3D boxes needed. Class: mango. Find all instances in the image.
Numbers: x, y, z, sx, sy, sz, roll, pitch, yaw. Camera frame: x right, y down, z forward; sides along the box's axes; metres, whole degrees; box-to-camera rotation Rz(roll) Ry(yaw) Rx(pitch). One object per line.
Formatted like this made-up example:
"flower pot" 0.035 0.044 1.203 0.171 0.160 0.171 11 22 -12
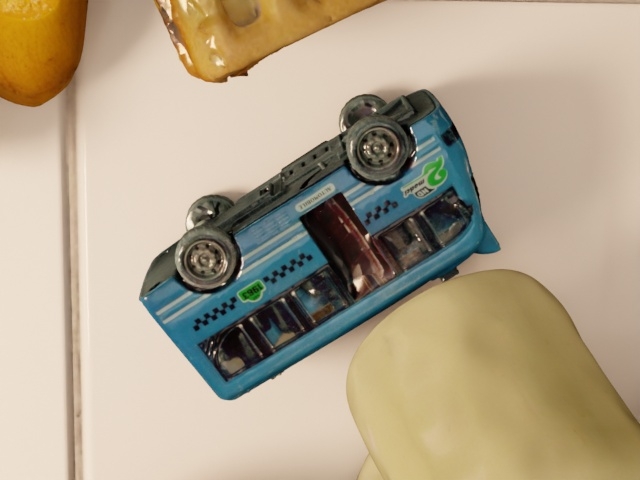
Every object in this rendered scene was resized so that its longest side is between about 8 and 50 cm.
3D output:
"mango" -0.221 -0.194 0.802 0.141 0.102 0.217 -14 117 -4

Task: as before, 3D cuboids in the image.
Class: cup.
"cup" 0.098 0.171 0.812 0.255 0.202 0.173 -40 143 17

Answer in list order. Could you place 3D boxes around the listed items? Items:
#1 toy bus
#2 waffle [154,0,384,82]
"toy bus" 0.000 0.000 0.840 0.246 0.113 0.134 -32 104 6
"waffle" -0.052 -0.287 0.769 0.224 0.098 0.327 -27 102 -15
